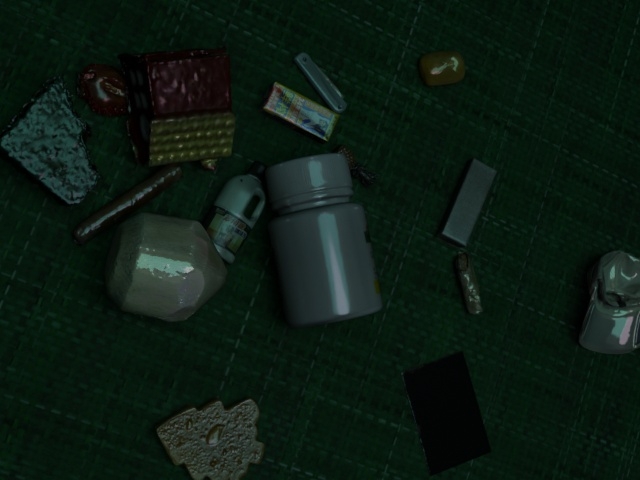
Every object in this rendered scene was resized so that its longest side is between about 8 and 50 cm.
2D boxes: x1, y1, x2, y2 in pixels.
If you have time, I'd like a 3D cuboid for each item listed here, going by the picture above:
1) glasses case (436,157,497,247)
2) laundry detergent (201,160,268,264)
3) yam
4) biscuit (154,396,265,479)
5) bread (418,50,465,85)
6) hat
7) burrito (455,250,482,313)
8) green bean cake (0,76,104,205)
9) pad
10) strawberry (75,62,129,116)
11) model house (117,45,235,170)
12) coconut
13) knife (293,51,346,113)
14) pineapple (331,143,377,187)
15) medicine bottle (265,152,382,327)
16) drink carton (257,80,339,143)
[{"bbox_3d":[0.341,-0.087,2.103,0.070,0.047,0.205,27,76,-11],"label":"glasses case"},{"bbox_3d":[-0.176,-0.067,1.899,0.099,0.070,0.226,31,74,-6],"label":"laundry detergent"},{"bbox_3d":[-0.393,-0.076,1.832,0.264,0.046,0.046,-38,98,-21],"label":"yam"},{"bbox_3d":[-0.227,0.411,1.847,0.238,0.041,0.212,18,85,-18],"label":"biscuit"},{"bbox_3d":[0.290,-0.407,2.111,0.115,0.056,0.082,-6,86,-21],"label":"bread"},{"bbox_3d":[0.714,0.157,2.204,0.219,0.164,0.226,17,118,-18],"label":"hat"},{"bbox_3d":[0.343,0.099,2.085,0.041,0.055,0.149,-14,91,10],"label":"burrito"},{"bbox_3d":[-0.508,-0.187,1.769,0.208,0.107,0.193,41,70,-13],"label":"green bean cake"},{"bbox_3d":[0.290,0.393,2.057,0.170,0.006,0.246,-16,90,-20],"label":"pad"},{"bbox_3d":[-0.429,-0.307,1.842,0.152,0.048,0.104,18,82,-14],"label":"strawberry"},{"bbox_3d":[-0.285,-0.259,1.816,0.196,0.160,0.254,-12,101,-31],"label":"model house"},{"bbox_3d":[-0.300,0.056,1.767,0.234,0.224,0.224,22,78,-20],"label":"coconut"},{"bbox_3d":[0.002,-0.354,2.017,0.044,0.023,0.162,-41,99,-17],"label":"knife"},{"bbox_3d":[0.075,-0.159,2.011,0.124,0.058,0.058,41,73,-17],"label":"pineapple"},{"bbox_3d":[0.000,0.000,1.882,0.208,0.208,0.340,-10,88,-21],"label":"medicine bottle"},{"bbox_3d":[-0.048,-0.279,1.976,0.165,0.056,0.071,26,84,-16],"label":"drink carton"}]
